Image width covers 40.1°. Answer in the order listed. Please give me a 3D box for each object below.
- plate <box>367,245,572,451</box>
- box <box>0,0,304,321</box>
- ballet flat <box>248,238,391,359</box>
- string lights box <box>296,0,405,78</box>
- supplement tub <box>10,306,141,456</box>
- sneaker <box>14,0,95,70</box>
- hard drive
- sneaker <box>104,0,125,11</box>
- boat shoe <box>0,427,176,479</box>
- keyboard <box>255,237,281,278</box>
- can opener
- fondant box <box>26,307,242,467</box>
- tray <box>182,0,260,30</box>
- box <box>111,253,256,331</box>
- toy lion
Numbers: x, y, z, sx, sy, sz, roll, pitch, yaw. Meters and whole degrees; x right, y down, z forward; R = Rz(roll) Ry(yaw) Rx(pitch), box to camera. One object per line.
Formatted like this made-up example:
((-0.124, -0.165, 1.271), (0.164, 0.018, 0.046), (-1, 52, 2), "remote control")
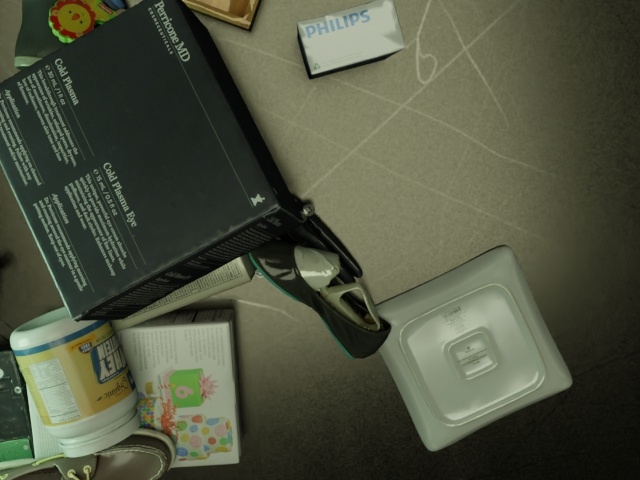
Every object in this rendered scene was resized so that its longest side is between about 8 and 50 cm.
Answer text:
((0.250, 0.187, 1.464), (0.277, 0.045, 0.278), (-26, 98, 3), "plate")
((-0.244, -0.108, 1.213), (0.312, 0.179, 0.343), (-27, 82, 7), "box")
((0.011, 0.074, 1.387), (0.096, 0.095, 0.280), (-34, 117, 23), "ballet flat")
((0.037, -0.289, 1.273), (0.133, 0.259, 0.076), (-15, 99, 1), "string lights box")
((-0.358, 0.203, 1.303), (0.144, 0.144, 0.199), (-19, 100, 1), "supplement tub")
((-0.355, -0.315, 1.348), (0.222, 0.083, 0.118), (3, 92, -7), "sneaker")
((-0.579, 0.353, 1.458), (0.237, 0.064, 0.339), (-11, 98, 0), "hard drive")
((-0.331, -0.421, 1.347), (0.059, 0.053, 0.144), (-25, 100, 0), "sneaker")
((-0.386, 0.375, 1.356), (0.324, 0.097, 0.116), (-12, 101, 1), "boat shoe")
((-0.172, -0.044, 1.430), (0.256, 0.014, 0.072), (40, 96, -7), "keyboard")
((0.000, 0.000, 1.429), (0.186, 0.073, 0.059), (41, 57, -10), "can opener")
((-0.300, 0.245, 1.433), (0.330, 0.096, 0.238), (-3, 100, 0), "fondant box")
((-0.134, -0.548, 1.322), (0.203, 0.076, 0.411), (20, 97, -4), "tray")
((-0.232, 0.023, 1.372), (0.232, 0.127, 0.148), (-20, 101, 7), "box")
((-0.348, -0.327, 1.308), (0.100, 0.034, 0.096), (36, 68, -3), "toy lion")
